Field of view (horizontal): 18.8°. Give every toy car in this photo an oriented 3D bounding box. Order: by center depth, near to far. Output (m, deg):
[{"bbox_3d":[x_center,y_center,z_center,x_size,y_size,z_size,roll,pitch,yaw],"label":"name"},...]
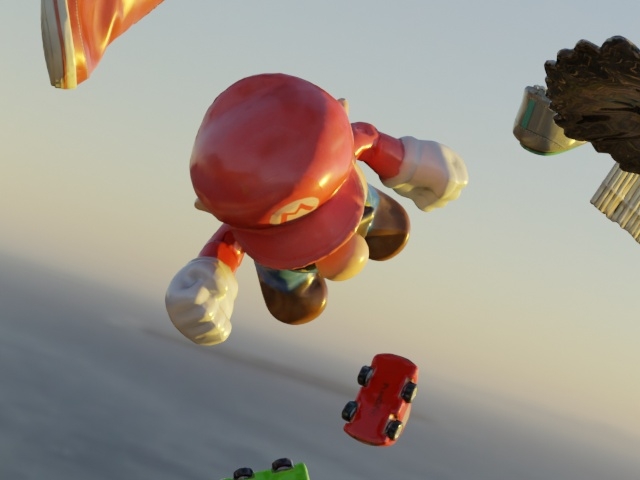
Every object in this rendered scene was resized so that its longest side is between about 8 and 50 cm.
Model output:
[{"bbox_3d":[0.008,0.245,1.944,0.225,0.239,0.053,-13,-28,5],"label":"toy car"}]

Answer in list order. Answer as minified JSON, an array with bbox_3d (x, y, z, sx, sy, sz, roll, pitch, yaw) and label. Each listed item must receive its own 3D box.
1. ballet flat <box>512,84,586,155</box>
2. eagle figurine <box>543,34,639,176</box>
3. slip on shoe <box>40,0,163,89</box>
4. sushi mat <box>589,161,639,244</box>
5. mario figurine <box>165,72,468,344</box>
[{"bbox_3d":[0.253,-0.125,1.721,0.072,0.068,0.213,29,31,36],"label":"ballet flat"},{"bbox_3d":[0.267,-0.018,1.008,0.225,0.298,0.226,7,35,47],"label":"eagle figurine"},{"bbox_3d":[-0.181,-0.252,1.780,0.101,0.123,0.331,6,38,11],"label":"slip on shoe"},{"bbox_3d":[0.416,-0.122,1.999,0.151,0.316,0.019,37,-6,-17],"label":"sushi mat"},{"bbox_3d":[0.000,0.000,1.386,0.170,0.198,0.320,15,-8,11],"label":"mario figurine"}]
